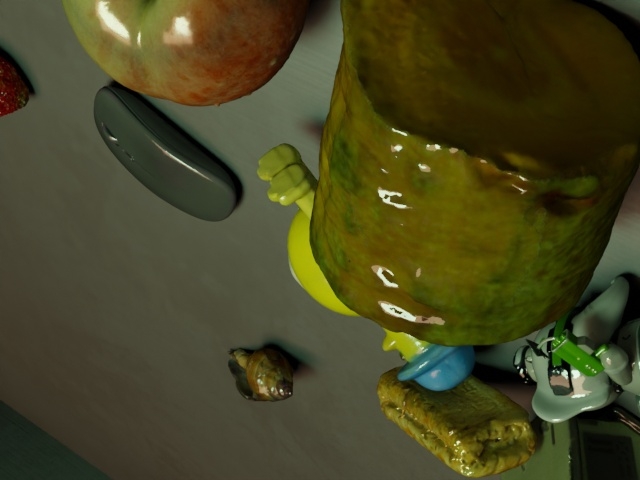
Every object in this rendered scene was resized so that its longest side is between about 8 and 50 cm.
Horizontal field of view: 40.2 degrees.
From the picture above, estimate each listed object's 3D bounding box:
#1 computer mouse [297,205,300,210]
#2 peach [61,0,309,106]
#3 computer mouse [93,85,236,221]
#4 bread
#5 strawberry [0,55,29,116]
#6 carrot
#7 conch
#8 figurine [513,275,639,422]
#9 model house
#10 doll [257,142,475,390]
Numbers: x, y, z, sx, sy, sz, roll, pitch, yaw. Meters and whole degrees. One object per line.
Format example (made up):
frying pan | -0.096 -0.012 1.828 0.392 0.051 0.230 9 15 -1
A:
computer mouse | 0.000 0.000 1.053 0.032 0.056 0.110 4 133 34
peach | -0.113 -0.221 0.781 0.232 0.232 0.233 28 147 20
computer mouse | -0.209 -0.106 1.140 0.232 0.057 0.120 40 149 0
bread | 0.158 0.209 1.043 0.211 0.113 0.083 -153 54 -64
strawberry | -0.468 -0.220 1.248 0.106 0.106 0.106 28 147 20
carrot | 0.112 -0.046 0.692 0.241 0.241 0.341 28 146 19
conch | -0.092 0.218 1.421 0.080 0.086 0.232 5 171 -18
figurine | 0.270 0.109 0.831 0.192 0.147 0.126 -15 106 40
model house | 0.366 0.314 0.990 0.278 0.205 0.218 8 149 -5
doll | 0.062 0.036 0.978 0.363 0.145 0.199 50 -171 -33
